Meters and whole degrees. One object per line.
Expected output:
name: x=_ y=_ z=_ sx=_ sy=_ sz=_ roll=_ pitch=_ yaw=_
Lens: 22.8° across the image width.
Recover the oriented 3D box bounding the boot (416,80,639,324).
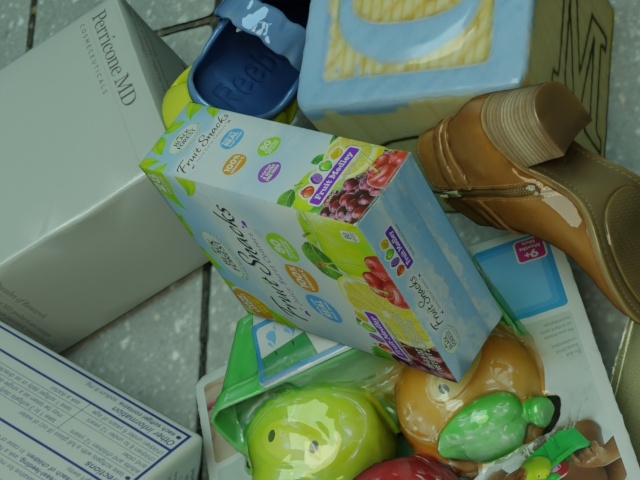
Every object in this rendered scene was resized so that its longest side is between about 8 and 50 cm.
boot: x=0.161 y=-0.020 z=1.141 sx=0.073 sy=0.197 sz=0.152 roll=-35 pitch=9 yaw=-31

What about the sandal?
sandal: x=-0.011 y=-0.198 z=1.342 sx=0.126 sy=0.138 sz=0.317 roll=30 pitch=50 yaw=1

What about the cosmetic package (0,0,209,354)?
cosmetic package: x=-0.273 y=-0.019 z=1.436 sx=0.385 sy=0.156 sz=0.217 roll=-34 pitch=53 yaw=11

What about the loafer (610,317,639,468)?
loafer: x=0.268 y=0.060 z=1.147 sx=0.102 sy=0.092 sz=0.268 roll=17 pitch=75 yaw=33

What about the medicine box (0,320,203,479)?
medicine box: x=-0.282 y=0.213 z=1.215 sx=0.263 sy=0.149 sz=0.289 roll=27 pitch=39 yaw=24

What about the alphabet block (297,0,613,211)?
alphabet block: x=0.114 y=-0.150 z=1.269 sx=0.192 sy=0.197 sz=0.193 roll=-3 pitch=65 yaw=28

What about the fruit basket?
fruit basket: x=0.055 y=0.161 z=1.139 sx=0.327 sy=0.165 sz=0.353 roll=-26 pitch=37 yaw=15

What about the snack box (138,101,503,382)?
snack box: x=0.000 y=0.000 z=1.087 sx=0.207 sy=0.174 sz=0.070 roll=17 pitch=61 yaw=42
